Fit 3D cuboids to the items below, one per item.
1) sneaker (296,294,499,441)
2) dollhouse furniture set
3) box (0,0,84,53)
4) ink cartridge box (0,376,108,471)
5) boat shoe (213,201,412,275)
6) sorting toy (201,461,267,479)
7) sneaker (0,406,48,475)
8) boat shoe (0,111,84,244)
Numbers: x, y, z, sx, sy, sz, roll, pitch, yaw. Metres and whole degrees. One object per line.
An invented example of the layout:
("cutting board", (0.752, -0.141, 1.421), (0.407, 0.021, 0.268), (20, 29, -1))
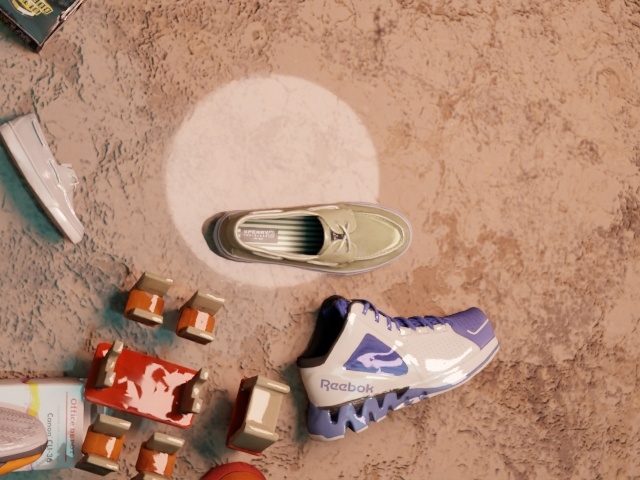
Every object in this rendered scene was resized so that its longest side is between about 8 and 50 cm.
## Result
("sneaker", (0.097, 0.146, 1.575), (0.316, 0.127, 0.182), (-25, 102, -16))
("dollhouse furniture set", (-0.187, 0.212, 1.466), (0.259, 0.135, 0.262), (21, 65, -16))
("box", (-0.403, -0.447, 1.400), (0.322, 0.079, 0.257), (42, 80, -16))
("ink cartridge box", (-0.376, 0.241, 1.434), (0.198, 0.067, 0.115), (0, 91, -20))
("boat shoe", (0.000, 0.000, 1.552), (0.302, 0.094, 0.109), (-2, 92, -20))
("sorting toy", (-0.084, 0.496, 1.505), (0.127, 0.126, 0.365), (-8, 89, -26))
("sneaker", (-0.492, 0.313, 1.320), (0.321, 0.124, 0.180), (-7, 112, -19))
("boat shoe", (-0.357, -0.084, 1.440), (0.063, 0.066, 0.184), (-32, 92, -16))
